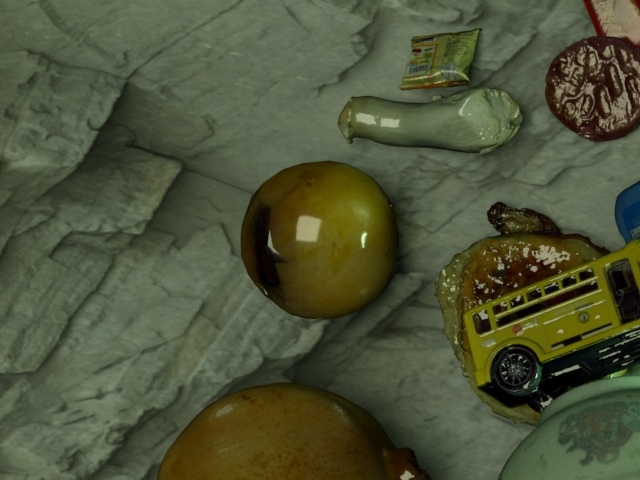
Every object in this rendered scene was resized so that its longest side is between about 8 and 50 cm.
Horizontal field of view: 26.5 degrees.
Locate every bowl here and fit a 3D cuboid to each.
[{"bbox_3d":[0.385,0.296,1.713,0.434,0.435,0.196,-24,53,21],"label":"bowl"}]

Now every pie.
[{"bbox_3d":[0.301,0.124,1.883,0.308,0.085,0.308,-1,88,23],"label":"pie"},{"bbox_3d":[0.385,-0.209,1.877,0.154,0.036,0.155,4,100,24],"label":"pie"}]

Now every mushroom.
[{"bbox_3d":[0.155,-0.171,1.957,0.278,0.096,0.099,2,88,28],"label":"mushroom"}]

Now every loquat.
[{"bbox_3d":[0.000,0.000,1.945,0.235,0.235,0.235,-1,88,24],"label":"loquat"}]

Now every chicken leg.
[{"bbox_3d":[0.300,-0.013,1.916,0.145,0.037,0.062,22,111,22],"label":"chicken leg"}]

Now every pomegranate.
[{"bbox_3d":[-0.021,0.389,1.868,0.416,0.416,0.417,-1,88,24],"label":"pomegranate"}]

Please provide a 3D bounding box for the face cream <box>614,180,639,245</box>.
[{"bbox_3d":[0.496,0.035,1.800,0.149,0.083,0.264,-30,76,29],"label":"face cream"}]

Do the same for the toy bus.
[{"bbox_3d":[0.357,0.104,1.736,0.331,0.145,0.151,-24,60,19],"label":"toy bus"}]

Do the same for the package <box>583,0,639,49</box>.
[{"bbox_3d":[0.403,-0.339,1.891,0.083,0.022,0.200,-23,80,21],"label":"package"}]

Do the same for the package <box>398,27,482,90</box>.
[{"bbox_3d":[0.172,-0.260,1.958,0.108,0.031,0.121,-3,50,23],"label":"package"}]
